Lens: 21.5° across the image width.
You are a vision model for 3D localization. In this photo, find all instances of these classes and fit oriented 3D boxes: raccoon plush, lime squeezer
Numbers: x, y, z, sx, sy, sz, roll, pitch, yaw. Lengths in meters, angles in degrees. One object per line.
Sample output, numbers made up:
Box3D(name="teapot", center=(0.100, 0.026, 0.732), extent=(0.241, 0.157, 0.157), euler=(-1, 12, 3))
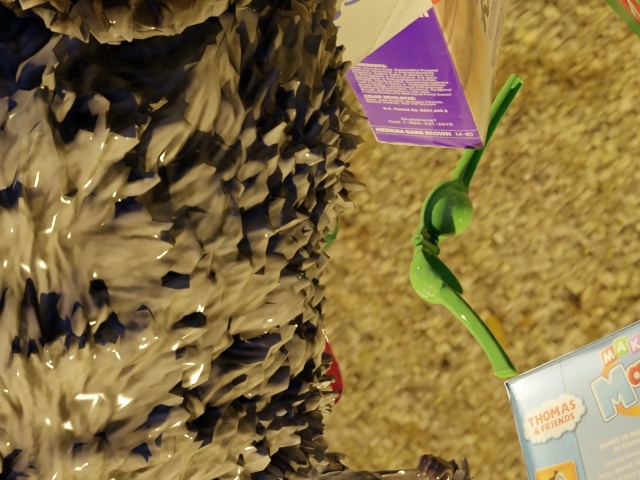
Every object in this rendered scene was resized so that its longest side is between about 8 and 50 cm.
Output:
Box3D(name="raccoon plush", center=(-0.083, 0.051, 0.474), extent=(0.216, 0.446, 0.299), euler=(-6, 76, 0))
Box3D(name="lime squeezer", center=(0.128, -0.011, 1.532), extent=(0.059, 0.310, 0.110), euler=(24, 146, -28))

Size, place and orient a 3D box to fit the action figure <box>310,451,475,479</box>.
Box3D(name="action figure", center=(0.022, 0.202, 1.130), extent=(0.185, 0.285, 0.099), euler=(-19, 109, -2))

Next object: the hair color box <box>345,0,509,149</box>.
Box3D(name="hair color box", center=(0.073, -0.229, 1.367), extent=(0.110, 0.185, 0.339), euler=(4, 159, 18))

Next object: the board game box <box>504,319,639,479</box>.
Box3D(name="board game box", center=(0.202, 0.157, 1.011), extent=(0.160, 0.039, 0.211), euler=(-30, 61, 38))

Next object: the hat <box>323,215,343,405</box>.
Box3D(name="hat", center=(0.000, 0.000, 1.388), extent=(0.183, 0.173, 0.208), euler=(41, 171, 8))

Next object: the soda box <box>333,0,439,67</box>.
Box3D(name="soda box", center=(0.034, -0.174, 0.808), extent=(0.286, 0.098, 0.091), euler=(-32, 59, 51))

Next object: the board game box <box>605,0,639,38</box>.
Box3D(name="board game box", center=(0.201, -0.137, 0.358), extent=(0.317, 0.046, 0.213), euler=(-38, 58, 4))
